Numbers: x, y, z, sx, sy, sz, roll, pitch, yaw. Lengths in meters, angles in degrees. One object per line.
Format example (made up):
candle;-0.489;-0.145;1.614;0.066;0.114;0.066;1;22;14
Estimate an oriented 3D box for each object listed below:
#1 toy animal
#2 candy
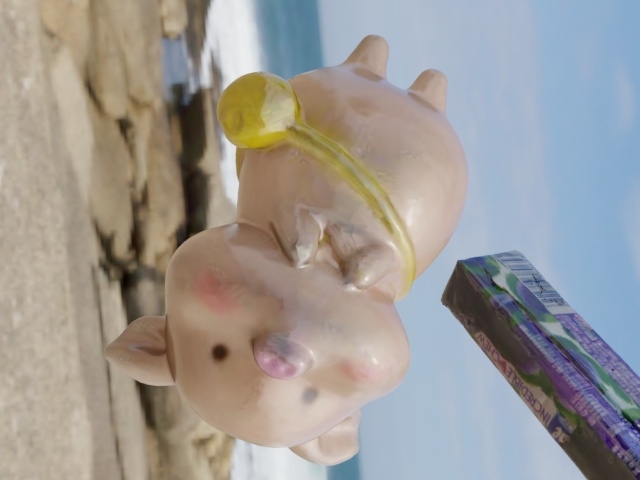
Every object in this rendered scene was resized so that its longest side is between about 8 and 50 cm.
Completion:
toy animal;-0.003;-0.001;0.698;0.248;0.165;0.149;-62;176;-3
candy;0.215;0.125;0.970;0.312;0.088;0.061;52;-49;36
